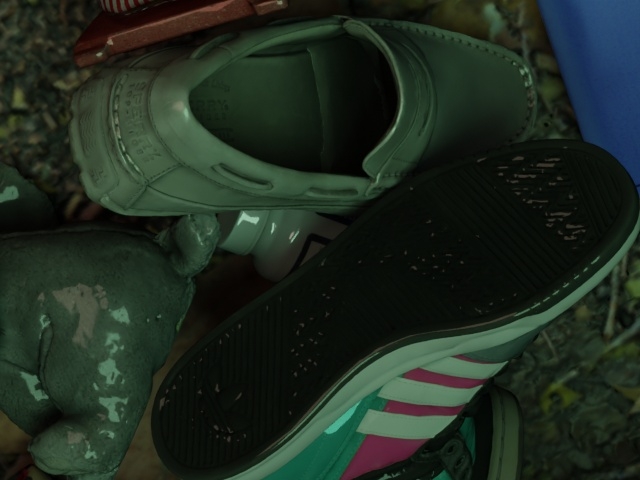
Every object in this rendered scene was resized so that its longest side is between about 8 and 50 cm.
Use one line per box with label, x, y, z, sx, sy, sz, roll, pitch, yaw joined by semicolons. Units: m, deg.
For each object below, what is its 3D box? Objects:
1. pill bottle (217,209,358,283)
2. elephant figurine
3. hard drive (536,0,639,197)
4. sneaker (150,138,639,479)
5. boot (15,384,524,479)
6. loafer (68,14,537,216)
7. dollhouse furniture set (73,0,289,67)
pill bottle;0.000;0.000;1.132;0.120;0.067;0.067;20;107;-18
elephant figurine;-0.205;0.038;1.069;0.239;0.169;0.186;24;77;-3
hard drive;0.226;-0.176;1.102;0.210;0.040;0.319;-18;115;9
sneaker;0.067;0.068;1.066;0.295;0.124;0.178;-31;149;11
boot;-0.062;0.215;1.161;0.284;0.138;0.377;27;90;-8
loafer;0.015;-0.068;1.021;0.319;0.111;0.112;-13;89;-42
dollhouse furniture set;0.026;-0.250;0.932;0.374;0.152;0.201;-17;111;14
